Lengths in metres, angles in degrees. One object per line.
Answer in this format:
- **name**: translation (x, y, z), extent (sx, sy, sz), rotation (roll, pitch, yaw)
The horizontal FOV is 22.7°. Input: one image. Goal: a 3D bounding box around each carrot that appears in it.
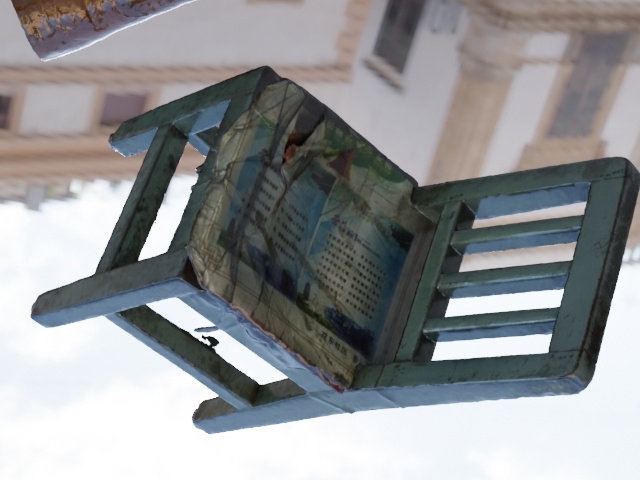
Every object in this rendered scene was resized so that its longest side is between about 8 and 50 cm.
- **carrot**: translation (-0.069, -0.157, 0.910), extent (0.224, 0.057, 0.057), rotation (-14, -155, 13)

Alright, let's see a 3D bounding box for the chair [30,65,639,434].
- **chair**: translation (0.000, 0.000, 0.802), extent (0.147, 0.270, 0.136), rotation (40, -124, -31)
